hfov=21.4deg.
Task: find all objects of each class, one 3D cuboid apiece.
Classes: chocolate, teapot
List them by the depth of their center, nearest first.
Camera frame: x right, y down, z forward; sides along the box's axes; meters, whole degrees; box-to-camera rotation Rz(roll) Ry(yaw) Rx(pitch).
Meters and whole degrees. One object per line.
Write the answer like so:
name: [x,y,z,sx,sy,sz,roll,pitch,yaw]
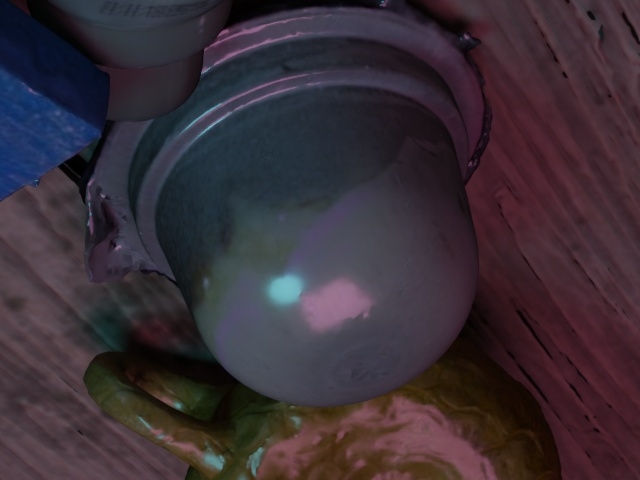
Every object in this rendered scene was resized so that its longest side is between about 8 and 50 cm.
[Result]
chocolate: [-0.007,0.002,0.791,0.221,0.147,0.221,-5,138,-5]
teapot: [0.012,0.130,0.929,0.311,0.167,0.203,24,96,-15]

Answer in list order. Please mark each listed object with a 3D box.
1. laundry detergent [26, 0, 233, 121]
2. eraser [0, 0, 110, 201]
laundry detergent: [-0.042,-0.201,0.586,0.263,0.125,0.398,-5,140,-12]
eraser: [-0.237,-0.029,0.711,0.144,0.043,0.311,31,138,-34]
